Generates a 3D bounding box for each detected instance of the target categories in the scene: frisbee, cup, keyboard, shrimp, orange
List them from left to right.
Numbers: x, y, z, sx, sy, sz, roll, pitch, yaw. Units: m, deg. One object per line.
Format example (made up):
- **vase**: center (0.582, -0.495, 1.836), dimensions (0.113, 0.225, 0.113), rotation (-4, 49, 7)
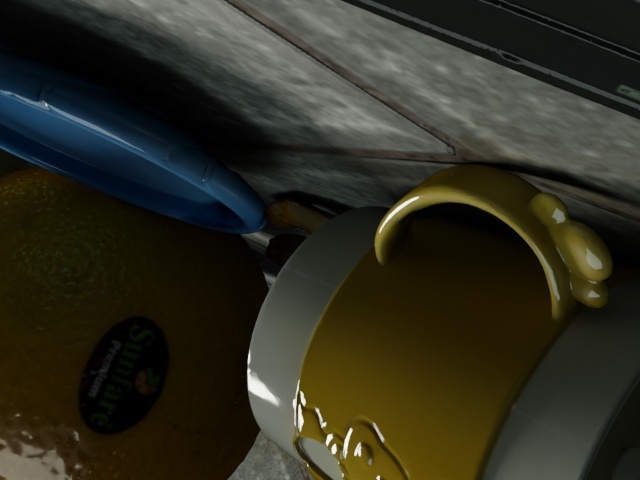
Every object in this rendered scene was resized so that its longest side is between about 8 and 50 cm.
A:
- **frisbee**: center (-0.136, -0.067, 0.793), dimensions (0.242, 0.045, 0.242), rotation (23, 173, 3)
- **orange**: center (-0.166, 0.074, 0.978), dimensions (0.274, 0.274, 0.274), rotation (22, 171, 4)
- **shrimp**: center (-0.004, 0.007, 0.896), dimensions (0.095, 0.045, 0.162), rotation (30, 170, -34)
- **cup**: center (0.085, 0.060, 0.690), dimensions (0.226, 0.185, 0.241), rotation (22, 138, 39)
- **keyboard**: center (0.102, -0.045, 0.406), dimensions (0.381, 0.041, 0.103), rotation (29, 172, 6)

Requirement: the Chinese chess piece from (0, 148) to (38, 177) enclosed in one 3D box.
- **Chinese chess piece**: center (-0.300, -0.069, 1.084), dimensions (0.188, 0.083, 0.188), rotation (25, 169, 5)
